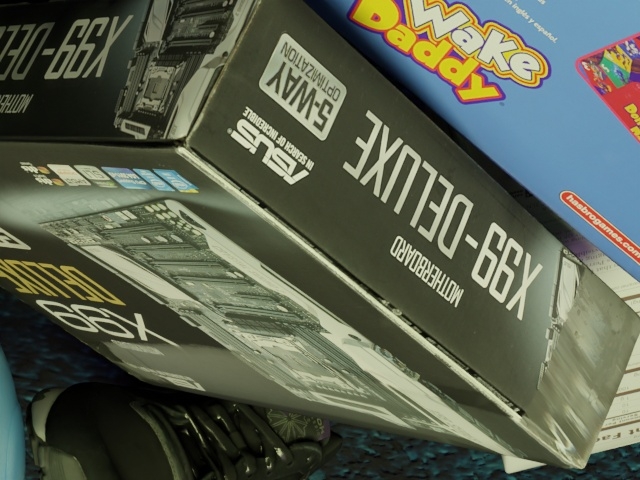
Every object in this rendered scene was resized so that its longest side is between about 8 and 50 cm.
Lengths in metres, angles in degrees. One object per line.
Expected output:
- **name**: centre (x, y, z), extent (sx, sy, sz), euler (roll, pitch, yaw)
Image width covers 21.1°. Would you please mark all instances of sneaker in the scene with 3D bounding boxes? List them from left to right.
- **sneaker**: centre (-0.065, 0.107, 0.950), extent (0.124, 0.107, 0.283), euler (-25, 172, 9)

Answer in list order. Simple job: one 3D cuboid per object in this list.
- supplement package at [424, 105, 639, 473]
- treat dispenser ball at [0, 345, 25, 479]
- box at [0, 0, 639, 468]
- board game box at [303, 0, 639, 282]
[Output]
- **supplement package**: centre (0.132, -0.015, 0.846), extent (0.134, 0.139, 0.244), euler (-14, 142, -1)
- **treat dispenser ball**: centre (-0.286, 0.107, 0.813), extent (0.288, 0.288, 0.288), euler (-4, 141, -4)
- **box**: centre (-0.054, -0.007, 0.740), extent (0.307, 0.076, 0.242), euler (5, 153, 48)
- **board game box**: centre (0.069, -0.152, 0.565), extent (0.347, 0.078, 0.233), euler (39, 143, -12)
